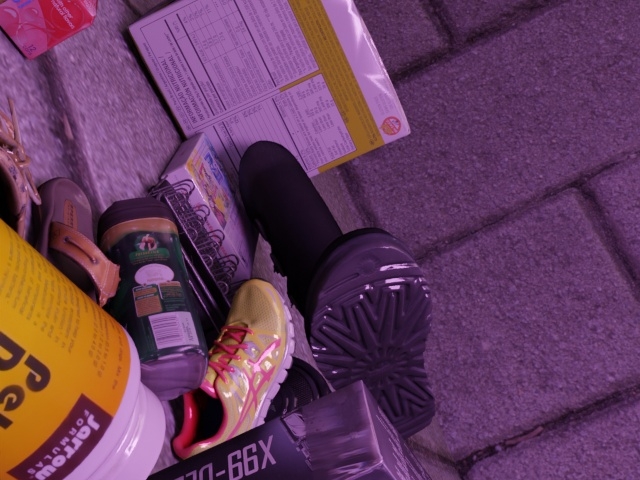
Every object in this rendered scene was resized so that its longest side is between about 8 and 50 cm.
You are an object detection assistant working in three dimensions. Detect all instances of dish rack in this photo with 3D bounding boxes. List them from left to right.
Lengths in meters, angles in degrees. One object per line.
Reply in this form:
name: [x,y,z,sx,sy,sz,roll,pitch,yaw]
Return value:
dish rack: [-0.150,0.020,1.053,0.208,0.074,0.271,63,9,-15]

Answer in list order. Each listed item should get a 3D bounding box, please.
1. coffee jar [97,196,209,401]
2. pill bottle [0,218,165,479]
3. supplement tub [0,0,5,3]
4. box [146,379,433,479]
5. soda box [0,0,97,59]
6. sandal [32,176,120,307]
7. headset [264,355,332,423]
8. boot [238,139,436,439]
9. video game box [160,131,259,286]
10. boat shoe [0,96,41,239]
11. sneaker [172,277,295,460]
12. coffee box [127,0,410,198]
coffee jar: [-0.163,0.052,0.828,0.096,0.079,0.184,107,-31,-52]
pill bottle: [-0.171,0.057,0.430,0.215,0.117,0.117,52,15,-41]
supplement tub: [-0.275,-0.208,0.572,0.144,0.199,0.144,61,10,-19]
box: [-0.008,0.265,0.664,0.307,0.242,0.077,58,11,-38]
soda box: [-0.334,-0.316,0.864,0.263,0.092,0.083,56,12,-41]
sandal: [-0.208,0.019,0.769,0.090,0.060,0.219,55,13,-44]
headset: [-0.033,0.262,0.999,0.243,0.185,0.394,55,-3,-26]
boot: [0.000,0.002,1.162,0.367,0.146,0.445,80,-11,-45]
video game box: [-0.156,-0.050,1.282,0.205,0.048,0.187,-90,155,-70]
boat shoe: [-0.240,-0.021,0.607,0.105,0.089,0.285,58,11,-35]
sneaker: [-0.090,0.133,0.869,0.094,0.081,0.209,31,66,-49]
coffee box: [-0.081,-0.301,1.479,0.338,0.334,0.338,-94,159,-69]
